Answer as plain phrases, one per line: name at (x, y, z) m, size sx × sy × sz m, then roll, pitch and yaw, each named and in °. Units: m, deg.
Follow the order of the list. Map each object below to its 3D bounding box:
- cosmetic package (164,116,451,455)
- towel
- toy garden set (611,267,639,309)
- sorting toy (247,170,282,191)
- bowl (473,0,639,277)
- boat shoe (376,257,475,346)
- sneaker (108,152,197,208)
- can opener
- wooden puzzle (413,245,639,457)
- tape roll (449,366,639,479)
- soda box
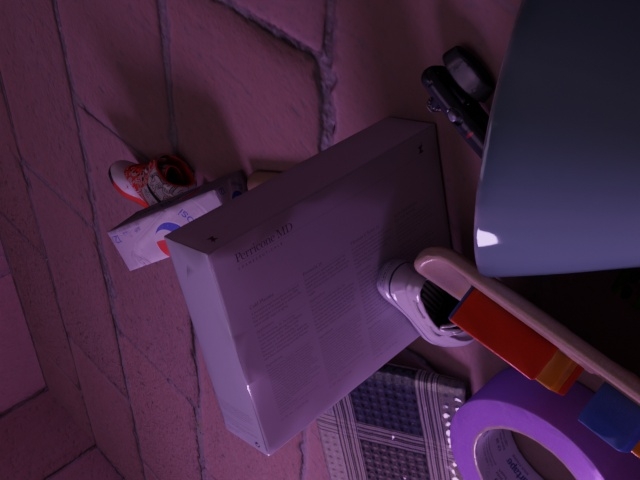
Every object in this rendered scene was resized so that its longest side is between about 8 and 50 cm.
cosmetic package at (0.014, 0.043, 0.972) m, size 0.097 × 0.377 × 0.284 m, roll 20°, pitch 131°, yaw 43°
towel at (0.127, 0.335, 1.318) m, size 0.312 × 0.056 × 0.324 m, roll 6°, pitch 122°, yaw 30°
toy garden set at (0.422, 0.061, 0.750) m, size 0.244 × 0.049 × 0.203 m, roll 40°, pitch 143°, yaw 26°
sorting toy at (0.000, 0.000, 1.272) m, size 0.307 × 0.041 × 0.229 m, roll 11°, pitch 119°, yaw 49°
bowl at (0.256, -0.099, 0.657) m, size 0.163 × 0.311 × 0.311 m, roll 15°, pitch 131°, yaw 21°
boat shoe at (0.161, 0.097, 1.007) m, size 0.226 × 0.083 × 0.076 m, roll 29°, pitch 176°, yaw -43°
sneaker at (-0.343, -0.133, 1.575) m, size 0.270 × 0.090 × 0.145 m, roll 42°, pitch 134°, yaw 31°
can opener at (0.185, -0.134, 0.895) m, size 0.186 × 0.059 × 0.073 m, roll 57°, pitch 147°, yaw 2°
wooden puzzle at (0.278, 0.146, 0.818) m, size 0.348 × 0.080 × 0.322 m, roll 33°, pitch -179°, yaw 31°
tape roll at (0.315, 0.314, 1.064) m, size 0.275 × 0.090 × 0.274 m, roll 32°, pitch 138°, yaw 33°
soda box at (-0.258, -0.034, 1.429) m, size 0.286 × 0.098 × 0.091 m, roll -18°, pitch 108°, yaw 32°
